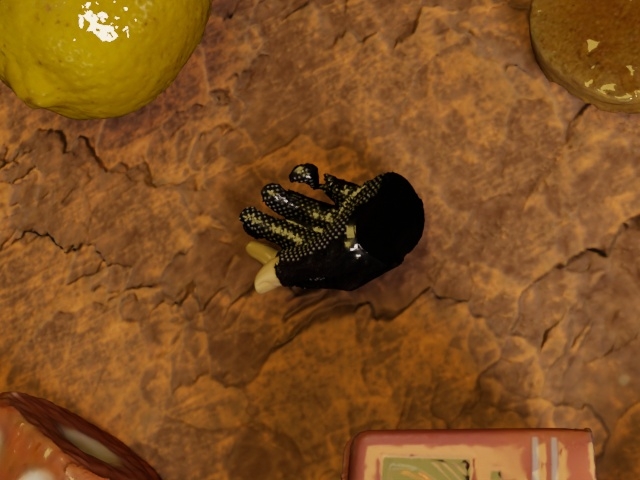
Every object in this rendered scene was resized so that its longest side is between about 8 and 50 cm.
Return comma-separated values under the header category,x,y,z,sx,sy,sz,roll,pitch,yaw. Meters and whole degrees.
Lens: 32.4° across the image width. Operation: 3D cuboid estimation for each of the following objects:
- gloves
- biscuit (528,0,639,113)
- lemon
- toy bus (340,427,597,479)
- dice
category,x,y,z,sx,sy,sz,roll,pitch,yaw
gloves,0.002,-0.001,1.065,0.180,0.106,0.129,-13,60,47
biscuit,0.362,-0.261,1.045,0.287,0.057,0.344,26,79,28
lemon,-0.236,-0.270,1.162,0.253,0.253,0.310,19,73,26
toy bus,0.108,0.353,0.784,0.233,0.203,0.427,1,68,8
dice,-0.256,0.257,1.004,0.175,0.174,0.179,29,85,27
